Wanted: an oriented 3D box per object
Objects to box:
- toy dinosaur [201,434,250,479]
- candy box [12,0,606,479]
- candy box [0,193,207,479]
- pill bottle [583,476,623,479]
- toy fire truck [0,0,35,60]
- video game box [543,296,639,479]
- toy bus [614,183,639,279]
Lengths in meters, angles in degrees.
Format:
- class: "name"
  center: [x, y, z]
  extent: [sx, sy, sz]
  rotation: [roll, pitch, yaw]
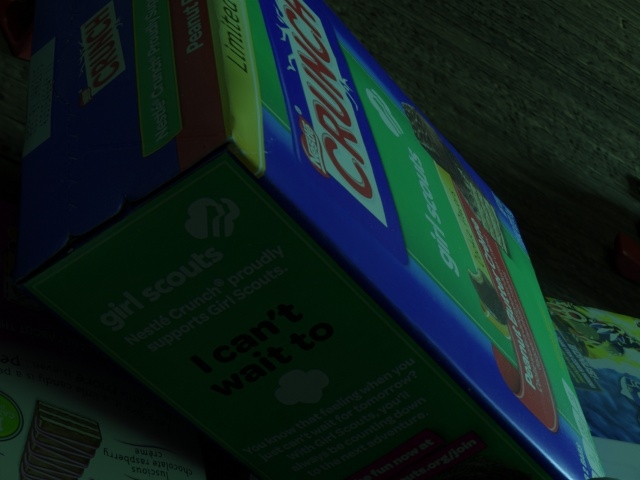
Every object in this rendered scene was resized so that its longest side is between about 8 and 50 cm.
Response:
- class: "toy dinosaur"
  center: [-0.013, 0.209, 0.606]
  extent: [0.118, 0.064, 0.268]
  rotation: [13, 48, -26]
- class: "candy box"
  center: [0.000, 0.000, 0.686]
  extent: [0.317, 0.122, 0.268]
  rotation: [43, 22, -33]
- class: "candy box"
  center: [-0.133, 0.091, 0.589]
  extent: [0.159, 0.071, 0.233]
  rotation: [22, 39, -33]
- class: "pill bottle"
  center: [0.240, 0.253, 0.544]
  extent: [0.362, 0.210, 0.210]
  rotation: [20, 34, 6]
- class: "toy fire truck"
  center: [-0.152, -0.188, 0.889]
  extent: [0.135, 0.047, 0.192]
  rotation: [11, 45, -38]
- class: "video game box"
  center: [0.195, 0.108, 0.857]
  extent: [0.187, 0.048, 0.205]
  rotation: [15, 23, -23]
- class: "toy bus"
  center: [0.354, 0.011, 1.163]
  extent: [0.202, 0.104, 0.191]
  rotation: [51, 34, 8]
